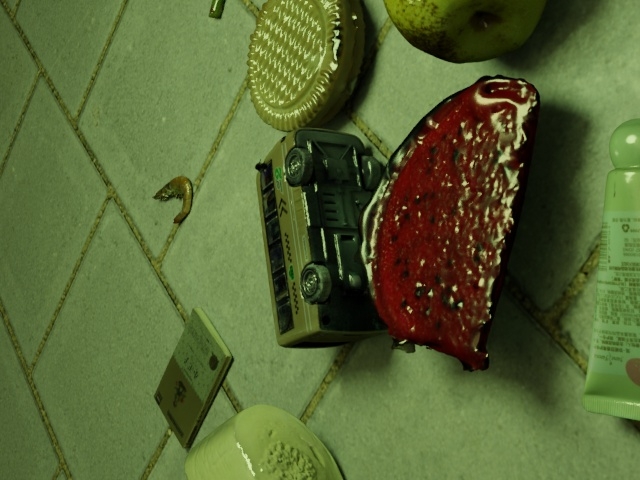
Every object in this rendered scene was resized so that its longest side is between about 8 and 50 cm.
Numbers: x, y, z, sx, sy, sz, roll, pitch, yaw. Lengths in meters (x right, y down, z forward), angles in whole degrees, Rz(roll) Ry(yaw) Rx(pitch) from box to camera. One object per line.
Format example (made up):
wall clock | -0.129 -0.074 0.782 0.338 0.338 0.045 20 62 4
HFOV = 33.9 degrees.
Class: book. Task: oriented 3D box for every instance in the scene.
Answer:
book | -0.217 0.230 1.768 0.138 0.016 0.198 49 121 43

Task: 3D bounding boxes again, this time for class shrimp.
shrimp | -0.265 -0.068 1.872 0.114 0.023 0.083 -16 74 45

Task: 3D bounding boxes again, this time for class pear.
pear | 0.169 -0.313 1.239 0.197 0.197 0.197 -11 76 50

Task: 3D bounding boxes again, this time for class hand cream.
hand cream | 0.334 0.030 1.064 0.147 0.093 0.305 2 88 46

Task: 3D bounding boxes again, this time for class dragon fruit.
dragon fruit | 0.160 -0.026 1.278 0.282 0.100 0.343 12 90 50

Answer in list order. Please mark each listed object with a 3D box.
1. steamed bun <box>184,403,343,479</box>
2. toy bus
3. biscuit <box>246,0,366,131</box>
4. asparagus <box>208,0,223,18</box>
steamed bun | -0.070 0.363 1.456 0.200 0.155 0.250 -48 56 39
toy bus | 0.000 0.000 1.447 0.157 0.139 0.289 -28 66 51
biscuit | -0.025 -0.280 1.565 0.259 0.079 0.259 -12 75 49
asparagus | -0.148 -0.500 1.798 0.025 0.024 0.248 21 104 7
